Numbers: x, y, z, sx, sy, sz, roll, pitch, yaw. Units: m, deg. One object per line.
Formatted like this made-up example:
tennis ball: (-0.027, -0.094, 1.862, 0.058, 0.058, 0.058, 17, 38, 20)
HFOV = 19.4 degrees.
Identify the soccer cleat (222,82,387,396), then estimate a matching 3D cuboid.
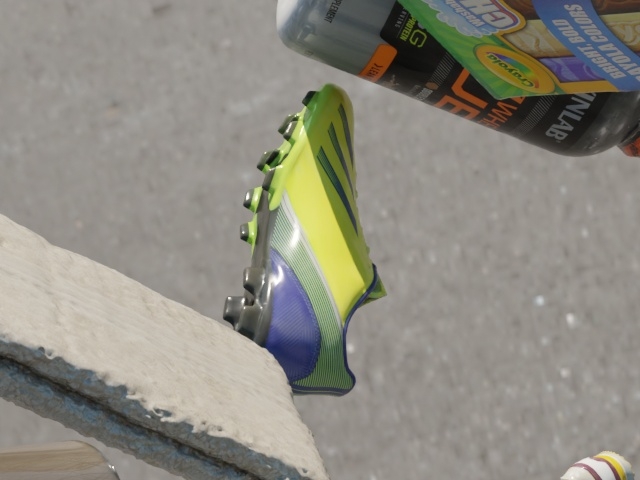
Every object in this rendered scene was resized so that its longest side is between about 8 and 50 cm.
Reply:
soccer cleat: (-0.001, 0.001, 1.503, 0.121, 0.093, 0.289, 20, 54, -13)

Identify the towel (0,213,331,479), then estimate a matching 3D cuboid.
towel: (-0.126, 0.072, 1.138, 0.049, 0.282, 0.187, -56, 24, 14)

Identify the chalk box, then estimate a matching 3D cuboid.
chalk box: (0.147, -0.203, 1.111, 0.289, 0.179, 0.180, 0, 63, 39)

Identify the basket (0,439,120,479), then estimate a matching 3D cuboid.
basket: (-0.316, 0.253, 1.625, 0.227, 0.154, 0.204, 3, -10, -37)

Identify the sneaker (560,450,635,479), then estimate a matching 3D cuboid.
sneaker: (0.264, 0.302, 1.819, 0.084, 0.185, 0.069, -14, 10, -41)

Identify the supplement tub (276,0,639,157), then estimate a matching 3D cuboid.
supplement tub: (0.150, -0.196, 1.514, 0.338, 0.207, 0.207, 20, 42, -9)
